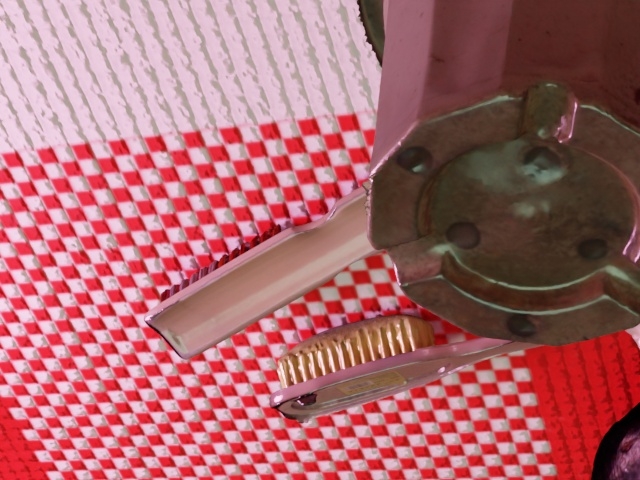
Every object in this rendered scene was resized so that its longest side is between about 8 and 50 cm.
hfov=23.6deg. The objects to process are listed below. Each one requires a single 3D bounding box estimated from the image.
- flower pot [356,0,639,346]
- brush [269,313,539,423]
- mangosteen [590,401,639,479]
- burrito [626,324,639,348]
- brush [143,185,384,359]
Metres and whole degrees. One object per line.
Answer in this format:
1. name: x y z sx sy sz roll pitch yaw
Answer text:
1. flower pot: 0.144 -0.089 0.927 0.290 0.259 0.290 7 132 7
2. brush: 0.100 0.078 1.241 0.313 0.067 0.072 -17 161 18
3. mangosteen: 0.360 0.221 1.190 0.288 0.287 0.233 18 174 -3
4. burrito: 0.353 -0.032 1.054 0.117 0.076 0.392 25 132 -15
5. brush: 0.000 0.000 1.199 0.321 0.050 0.060 -29 118 25
